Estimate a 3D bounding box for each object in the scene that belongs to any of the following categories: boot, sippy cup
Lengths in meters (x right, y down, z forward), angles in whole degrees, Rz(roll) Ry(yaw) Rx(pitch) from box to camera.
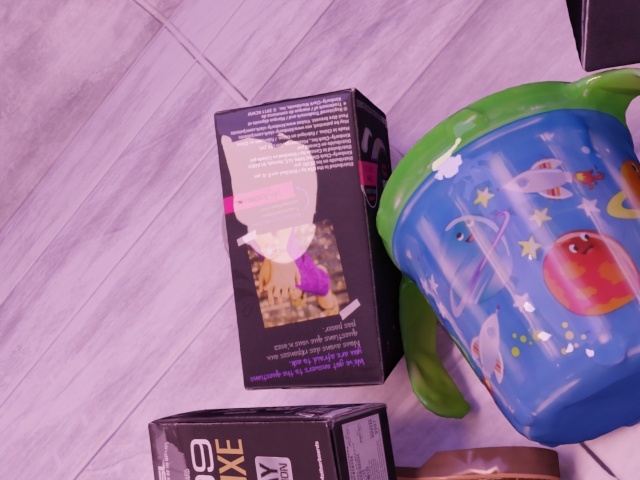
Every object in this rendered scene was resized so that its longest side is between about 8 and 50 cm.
[{"bbox_3d":[0.064,0.257,0.596,0.305,0.112,0.115,-20,59,35],"label":"boot"},{"bbox_3d":[0.190,0.031,0.545,0.240,0.305,0.224,-15,53,-6],"label":"sippy cup"}]

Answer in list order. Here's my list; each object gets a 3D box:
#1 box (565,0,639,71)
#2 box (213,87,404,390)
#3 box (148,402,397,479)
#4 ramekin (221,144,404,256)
[{"bbox_3d":[0.392,-0.414,0.463,0.471,0.297,0.480,-7,53,16],"label":"box"},{"bbox_3d":[0.000,0.000,0.688,0.143,0.165,0.270,-5,92,16],"label":"box"},{"bbox_3d":[-0.034,0.298,0.573,0.242,0.076,0.307,-14,82,41],"label":"box"},{"bbox_3d":[-0.015,-0.042,0.898,0.273,0.127,0.273,-29,43,31],"label":"ramekin"}]
